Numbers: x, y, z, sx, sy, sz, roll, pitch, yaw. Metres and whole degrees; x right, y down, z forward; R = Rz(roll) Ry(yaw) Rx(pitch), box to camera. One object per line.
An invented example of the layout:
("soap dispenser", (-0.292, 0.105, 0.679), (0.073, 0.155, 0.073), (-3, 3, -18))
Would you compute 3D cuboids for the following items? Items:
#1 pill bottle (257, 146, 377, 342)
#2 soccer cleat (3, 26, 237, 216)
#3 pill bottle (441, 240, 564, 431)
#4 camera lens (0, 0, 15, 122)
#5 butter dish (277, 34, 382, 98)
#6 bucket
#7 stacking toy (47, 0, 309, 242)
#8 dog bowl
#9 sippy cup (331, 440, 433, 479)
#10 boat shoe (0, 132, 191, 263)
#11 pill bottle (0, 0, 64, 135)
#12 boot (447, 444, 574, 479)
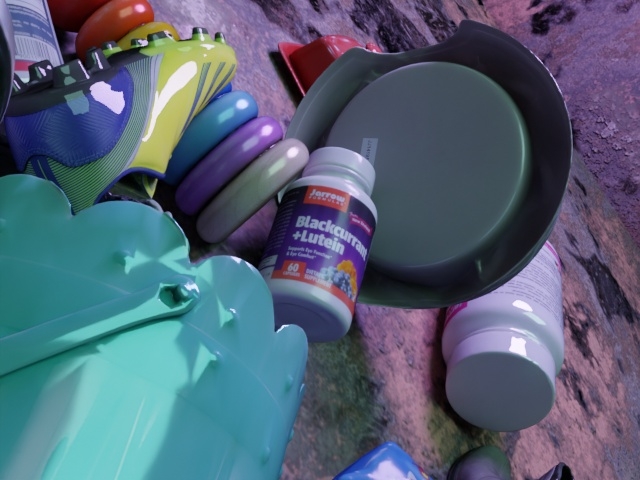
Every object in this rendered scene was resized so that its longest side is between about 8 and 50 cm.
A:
("pill bottle", (0.000, 0.000, 0.868), (0.108, 0.108, 0.194), (37, 54, -31))
("soccer cleat", (-0.144, -0.099, 0.656), (0.289, 0.093, 0.121), (-50, 131, -62))
("pill bottle", (0.251, 0.114, 1.125), (0.160, 0.160, 0.283), (47, 31, -16))
("camera lens", (-0.314, -0.142, 0.435), (0.274, 0.219, 0.219), (49, 26, 22))
("butter dish", (0.041, -0.243, 1.200), (0.160, 0.118, 0.160), (-10, 70, -59))
("bucket", (-0.151, 0.123, 0.426), (0.281, 0.281, 0.183), (40, 43, -27))
("stacking toy", (-0.168, -0.159, 0.823), (0.330, 0.141, 0.141), (48, 30, -3))
("dog bowl", (0.125, -0.080, 0.967), (0.102, 0.348, 0.349), (29, 38, -60))
("sippy cup", (0.055, 0.291, 0.632), (0.224, 0.240, 0.305), (52, -10, 13))
("boat shoe", (-0.168, 0.010, 0.666), (0.306, 0.105, 0.113), (37, 35, -30))
("pill bottle", (-0.274, -0.169, 0.679), (0.108, 0.108, 0.180), (8, 55, -53))
("boot", (0.214, 0.285, 0.907), (0.083, 0.161, 0.246), (58, 30, 2))
